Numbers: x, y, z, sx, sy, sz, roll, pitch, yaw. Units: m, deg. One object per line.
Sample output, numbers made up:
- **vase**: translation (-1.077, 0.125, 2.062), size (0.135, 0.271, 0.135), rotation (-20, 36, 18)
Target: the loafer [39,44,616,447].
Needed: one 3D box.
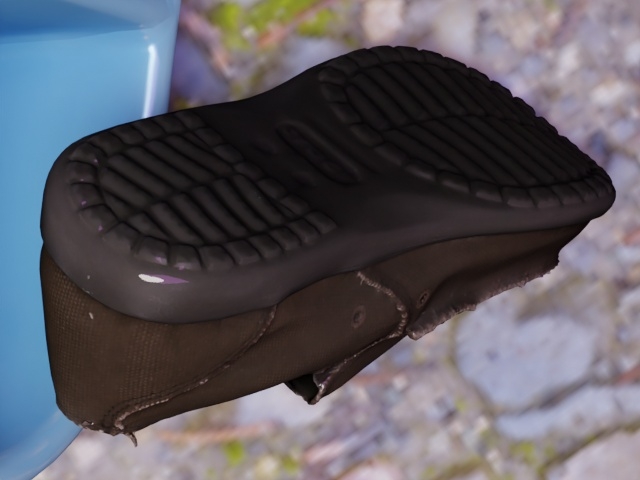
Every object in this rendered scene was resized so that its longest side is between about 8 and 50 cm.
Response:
- **loafer**: translation (0.000, 0.000, 0.513), size (0.220, 0.080, 0.078), rotation (-11, 138, -47)

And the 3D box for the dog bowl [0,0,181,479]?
- **dog bowl**: translation (-0.099, -0.070, 0.462), size (0.074, 0.166, 0.297), rotation (8, 90, 25)
